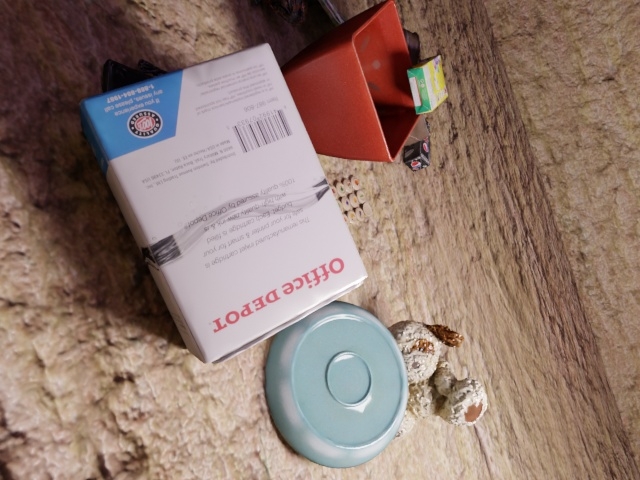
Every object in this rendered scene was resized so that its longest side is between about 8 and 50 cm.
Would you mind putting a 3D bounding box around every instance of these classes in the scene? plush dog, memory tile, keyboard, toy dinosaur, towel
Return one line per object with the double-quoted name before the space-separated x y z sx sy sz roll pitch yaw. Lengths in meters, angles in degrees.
"plush dog" 0.213 0.286 1.202 0.210 0.263 0.225 -70 149 -82
"memory tile" 0.071 -0.095 1.320 0.148 0.012 0.113 -27 97 -52
"keyboard" -0.291 -0.257 0.940 0.180 0.023 0.108 13 72 -49
"toy dinosaur" -0.149 -0.631 1.203 0.322 0.164 0.218 42 27 1
"towel" -0.016 -0.667 1.357 0.325 0.038 0.248 51 18 -24

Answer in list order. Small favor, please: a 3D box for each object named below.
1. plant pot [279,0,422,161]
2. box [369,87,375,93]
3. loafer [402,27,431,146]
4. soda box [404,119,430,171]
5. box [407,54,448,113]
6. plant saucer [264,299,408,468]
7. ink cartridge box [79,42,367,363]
"plant pot" 0.053 -0.334 1.190 0.267 0.236 0.267 -57 134 -45
"box" 0.096 -0.422 1.388 0.091 0.130 0.170 9 68 -50
"loafer" 0.245 -0.403 1.433 0.366 0.130 0.133 78 4 -57
"soda box" 0.294 -0.294 1.634 0.053 0.060 0.168 36 49 -38
"box" 0.257 -0.372 1.268 0.179 0.043 0.105 -43 123 -51
"plant saucer" 0.048 0.266 1.033 0.318 0.044 0.317 10 68 -26
"ink cartridge box" -0.146 -0.054 0.833 0.286 0.166 0.394 -26 97 -22
